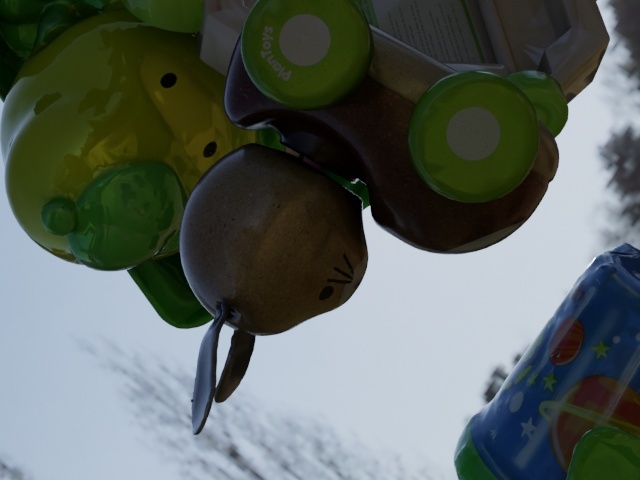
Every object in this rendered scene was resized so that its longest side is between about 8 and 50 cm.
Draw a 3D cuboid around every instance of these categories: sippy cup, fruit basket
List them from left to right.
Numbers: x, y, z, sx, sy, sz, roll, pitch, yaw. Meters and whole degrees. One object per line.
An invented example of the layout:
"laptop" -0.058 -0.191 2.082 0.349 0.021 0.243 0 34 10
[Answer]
"fruit basket" -0.113 -0.115 1.085 0.283 0.392 0.392 -37 -19 -7
"sippy cup" 0.258 0.134 1.236 0.224 0.240 0.305 -66 24 20

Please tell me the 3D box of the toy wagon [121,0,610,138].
"toy wagon" 0.011 -0.167 0.988 0.068 0.345 0.267 104 163 -45

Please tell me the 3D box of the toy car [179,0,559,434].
"toy car" 0.000 0.000 0.653 0.188 0.149 0.155 -61 -5 4
